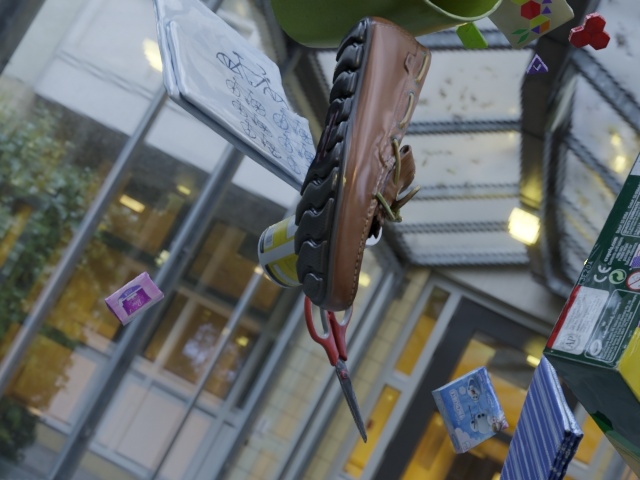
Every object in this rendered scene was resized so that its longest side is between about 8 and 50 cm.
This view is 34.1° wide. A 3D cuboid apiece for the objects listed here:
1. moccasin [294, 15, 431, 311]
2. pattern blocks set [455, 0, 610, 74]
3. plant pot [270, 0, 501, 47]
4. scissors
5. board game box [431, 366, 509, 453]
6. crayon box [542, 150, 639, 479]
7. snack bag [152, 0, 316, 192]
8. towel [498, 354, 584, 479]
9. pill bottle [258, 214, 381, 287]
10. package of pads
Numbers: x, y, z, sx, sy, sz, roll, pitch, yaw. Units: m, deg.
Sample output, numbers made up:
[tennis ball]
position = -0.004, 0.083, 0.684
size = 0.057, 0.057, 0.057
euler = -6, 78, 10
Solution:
[moccasin]
position = 0.063, -0.090, 1.296
size = 0.147, 0.380, 0.139
euler = 21, -27, -19
[pattern blocks set]
position = 0.398, -0.463, 2.033
size = 0.285, 0.026, 0.325
euler = -20, -52, 18
[plant pot]
position = 0.069, -0.391, 1.486
size = 0.275, 0.274, 0.293
euler = 33, -32, -30
[scissors]
position = 0.027, 0.227, 1.879
size = 0.109, 0.297, 0.021
euler = -6, -1, -41
[board game box]
position = 0.204, 0.229, 1.414
size = 0.020, 0.090, 0.090
euler = -23, -92, 57
[crayon box]
position = 0.439, 0.075, 1.261
size = 0.106, 0.363, 0.313
euler = 10, -29, 44
[snack bag]
position = -0.128, -0.246, 1.588
size = 0.323, 0.037, 0.342
euler = 34, 28, -40
[towel]
position = 0.334, 0.376, 1.639
size = 0.040, 0.336, 0.243
euler = 11, 22, -3
[pill bottle]
position = 0.000, 0.000, 1.555
size = 0.103, 0.103, 0.184
euler = 34, -39, -32
[package of pads]
position = -0.295, 0.093, 1.656
size = 0.050, 0.083, 0.032
euler = 49, -19, 13
